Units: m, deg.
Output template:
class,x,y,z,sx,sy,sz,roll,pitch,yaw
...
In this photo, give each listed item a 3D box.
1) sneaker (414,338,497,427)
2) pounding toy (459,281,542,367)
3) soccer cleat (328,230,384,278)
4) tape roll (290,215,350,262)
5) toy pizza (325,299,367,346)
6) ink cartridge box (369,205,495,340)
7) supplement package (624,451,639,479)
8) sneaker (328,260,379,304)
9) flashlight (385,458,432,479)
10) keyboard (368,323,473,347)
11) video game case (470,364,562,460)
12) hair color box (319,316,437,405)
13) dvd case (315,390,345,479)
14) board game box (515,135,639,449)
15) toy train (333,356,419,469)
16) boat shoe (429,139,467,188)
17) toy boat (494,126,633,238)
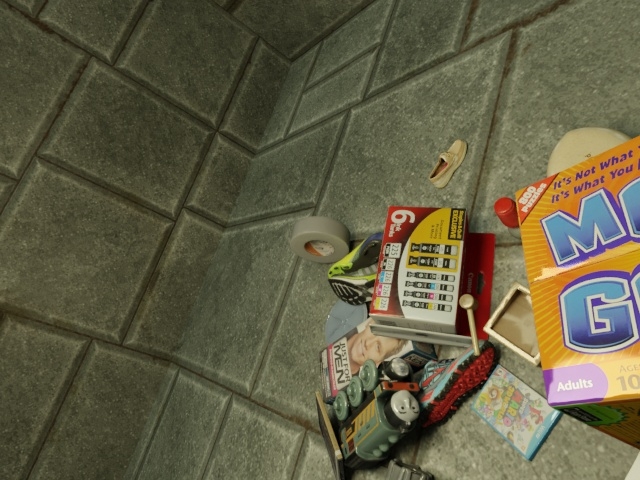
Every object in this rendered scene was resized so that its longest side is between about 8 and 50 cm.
class,x,y,z,sx,sy,sz,roll,pitch,yaw
sneaker,0.298,0.315,1.076,0.261,0.104,0.125,-51,29,16
pounding toy,0.407,0.184,0.985,0.206,0.094,0.181,37,98,40
soccer cleat,0.139,0.065,1.569,0.289,0.093,0.121,-40,6,39
tape roll,0.000,0.000,1.674,0.219,0.219,0.072,-28,43,44
toy pizza,0.089,0.275,1.497,0.201,0.032,0.201,-36,40,37
ink cartridge box,0.291,0.077,1.142,0.272,0.130,0.309,3,64,21
supplement package,0.503,0.459,0.600,0.261,0.145,0.204,-62,29,0
sneaker,0.154,0.130,1.445,0.300,0.111,0.121,-5,30,41
flashlight,0.161,0.658,1.005,0.103,0.103,0.303,131,160,-77
keyboard,0.248,0.232,1.105,0.256,0.072,0.014,5,59,14
video game case,0.409,0.358,0.958,0.119,0.015,0.166,-59,30,4
hair color box,0.149,0.328,1.290,0.347,0.105,0.173,-41,36,30
dvd case,0.025,0.561,1.266,0.221,0.018,0.164,-119,20,-55
board game box,0.552,0.076,0.632,0.356,0.357,0.356,-29,42,43
toy train,0.140,0.431,1.127,0.190,0.142,0.333,-100,27,-42
boat shoe,0.401,-0.249,1.430,0.170,0.059,0.063,-61,30,0
toy boat,0.559,-0.106,1.015,0.318,0.148,0.267,-29,48,32
